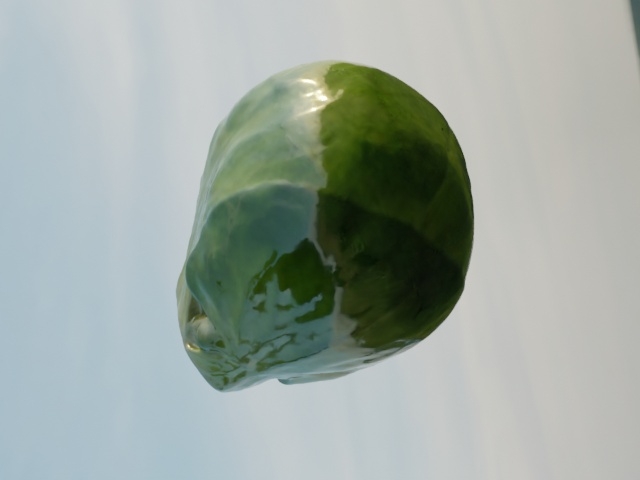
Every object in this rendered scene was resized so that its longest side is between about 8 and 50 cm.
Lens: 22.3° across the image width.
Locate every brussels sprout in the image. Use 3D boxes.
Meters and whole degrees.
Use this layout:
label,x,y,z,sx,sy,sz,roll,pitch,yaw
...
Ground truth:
label,x,y,z,sx,sy,sz,roll,pitch,yaw
brussels sprout,0.000,0.000,1.274,0.219,0.271,0.210,32,-158,-34
